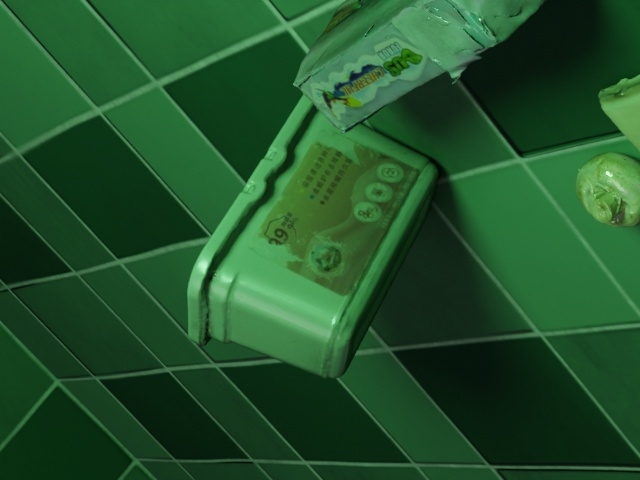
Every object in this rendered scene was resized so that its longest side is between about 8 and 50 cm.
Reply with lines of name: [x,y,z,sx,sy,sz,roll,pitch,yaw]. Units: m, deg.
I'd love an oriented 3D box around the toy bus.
toy bus: [0.095,-0.204,1.316,0.112,0.138,0.317,44,153,-11]

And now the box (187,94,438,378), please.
box: [0.000,0.000,1.564,0.183,0.311,0.175,24,149,9]

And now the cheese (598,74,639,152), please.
cheese: [0.392,-0.142,1.169,0.085,0.034,0.400,52,149,-13]

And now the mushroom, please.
mushroom: [0.293,-0.049,1.380,0.084,0.067,0.083,30,145,24]
